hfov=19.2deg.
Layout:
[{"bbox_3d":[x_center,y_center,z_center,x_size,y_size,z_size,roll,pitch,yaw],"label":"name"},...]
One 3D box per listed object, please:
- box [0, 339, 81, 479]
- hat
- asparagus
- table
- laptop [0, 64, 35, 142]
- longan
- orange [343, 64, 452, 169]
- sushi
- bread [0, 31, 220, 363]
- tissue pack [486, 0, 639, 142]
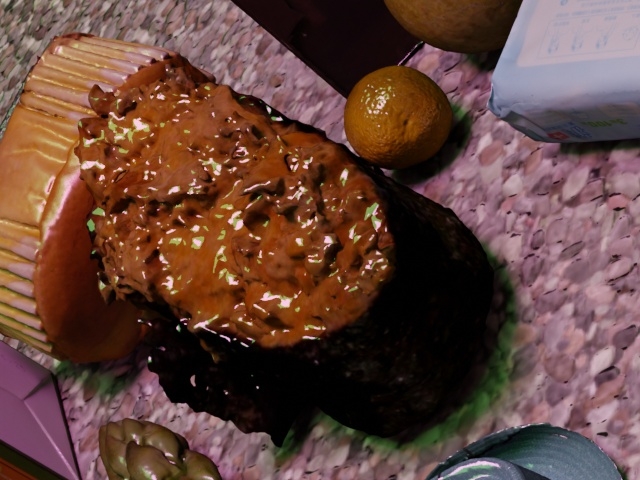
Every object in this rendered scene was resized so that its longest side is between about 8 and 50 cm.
[{"bbox_3d":[-0.334,0.167,1.632,0.148,0.195,0.177,-45,35,13],"label":"box"},{"bbox_3d":[0.099,0.185,1.193,0.191,0.078,0.138,-29,42,32],"label":"hat"},{"bbox_3d":[-0.109,0.194,1.445,0.080,0.080,0.287,-55,32,-3],"label":"asparagus"},{"bbox_3d":[0.014,-0.313,1.660,0.250,0.196,0.282,-47,31,10],"label":"table"},{"bbox_3d":[-0.254,-0.057,1.752,0.026,0.207,0.154,15,69,19],"label":"laptop"},{"bbox_3d":[0.110,-0.226,1.474,0.155,0.176,0.145,-55,16,18],"label":"longan"},{"bbox_3d":[0.060,-0.098,1.497,0.085,0.085,0.095,-54,12,-1],"label":"orange"},{"bbox_3d":[-0.042,0.021,1.391,0.348,0.207,0.234,27,90,47],"label":"sushi"},{"bbox_3d":[-0.184,-0.031,1.653,0.156,0.204,0.288,16,75,34],"label":"bread"},{"bbox_3d":[0.256,-0.155,1.308,0.263,0.089,0.177,0,61,48],"label":"tissue pack"}]
